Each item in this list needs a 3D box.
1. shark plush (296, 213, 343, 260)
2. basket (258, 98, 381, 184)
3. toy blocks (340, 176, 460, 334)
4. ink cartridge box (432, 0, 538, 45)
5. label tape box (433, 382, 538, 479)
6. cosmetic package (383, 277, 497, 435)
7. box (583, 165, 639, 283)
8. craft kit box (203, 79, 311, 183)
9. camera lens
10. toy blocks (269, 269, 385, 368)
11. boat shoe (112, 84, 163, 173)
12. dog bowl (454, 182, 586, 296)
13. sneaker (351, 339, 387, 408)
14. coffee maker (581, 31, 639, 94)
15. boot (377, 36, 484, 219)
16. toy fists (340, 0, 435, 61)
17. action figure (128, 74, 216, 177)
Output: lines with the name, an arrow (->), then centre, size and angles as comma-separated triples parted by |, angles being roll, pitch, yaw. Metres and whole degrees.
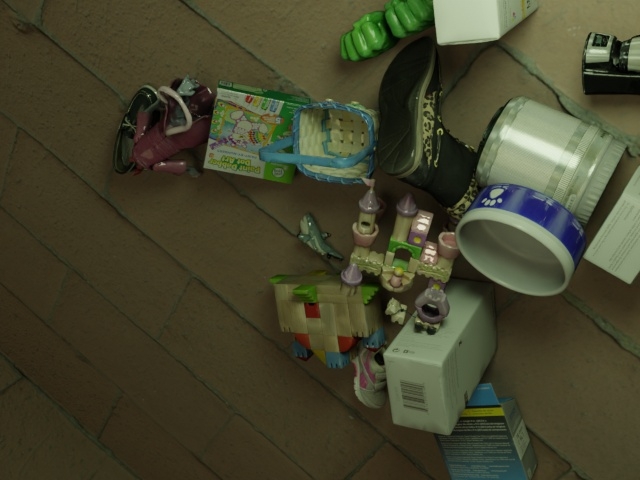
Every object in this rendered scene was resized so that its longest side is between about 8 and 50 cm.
shark plush -> 0.000, 0.000, 2.209 | 0.161, 0.073, 0.067 | 44, 100, 10
basket -> 0.021, -0.235, 1.911 | 0.255, 0.289, 0.201 | 10, 119, 27
toy blocks -> 0.208, 0.000, 1.882 | 0.289, 0.309, 0.260 | 17, 131, 8
ink cartridge box -> 0.326, -0.532, 1.546 | 0.131, 0.306, 0.226 | 2, 116, 31
label tape box -> 0.437, 0.515, 2.178 | 0.241, 0.106, 0.333 | -10, 109, 36
cosmetic package -> 0.310, 0.276, 1.948 | 0.156, 0.385, 0.217 | 6, 121, 31
box -> 0.677, -0.036, 1.677 | 0.119, 0.182, 0.181 | 33, 127, 16
craft kit box -> -0.171, -0.285, 2.083 | 0.250, 0.061, 0.246 | 9, 129, -9
camera lens -> 0.489, -0.172, 1.696 | 0.274, 0.219, 0.219 | 28, 127, 17
toy blocks -> 0.029, 0.235, 2.198 | 0.381, 0.191, 0.260 | -1, 104, 32
boat shoe -> -0.555, -0.324, 2.353 | 0.114, 0.091, 0.302 | 31, 127, 15
dog bowl -> 0.431, 0.001, 1.693 | 0.265, 0.104, 0.265 | 28, 156, 14
sneaker -> 0.160, 0.386, 2.284 | 0.111, 0.103, 0.252 | 0, 115, 34
coffee maker -> 0.627, -0.338, 1.584 | 0.178, 0.120, 0.171 | 8, 120, 29
boot -> 0.268, -0.253, 1.805 | 0.138, 0.377, 0.284 | -19, 141, 38
toy fists -> 0.164, -0.491, 1.777 | 0.279, 0.142, 0.096 | -19, 103, 37
action figure -> -0.421, -0.278, 2.195 | 0.370, 0.275, 0.248 | -36, 100, 26
